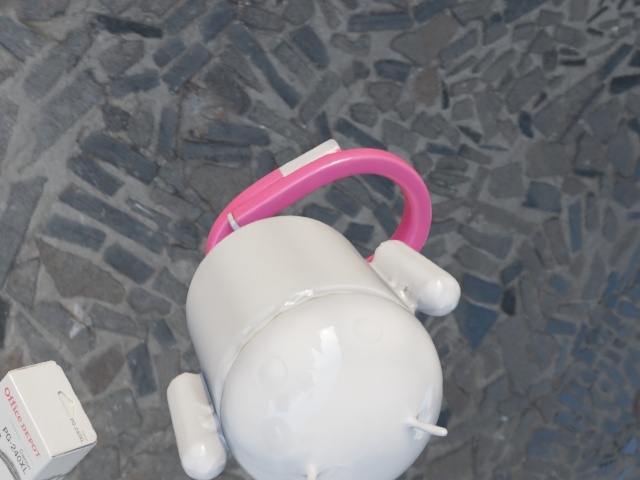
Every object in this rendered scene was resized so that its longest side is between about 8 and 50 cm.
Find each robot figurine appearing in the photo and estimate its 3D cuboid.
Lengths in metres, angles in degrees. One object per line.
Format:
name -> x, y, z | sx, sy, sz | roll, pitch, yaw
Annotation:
robot figurine -> -0.013, 0.104, 0.726 | 0.300, 0.353, 0.199 | -37, 120, 0

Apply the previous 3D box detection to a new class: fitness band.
fitness band -> 0.000, 0.000, 0.941 | 0.291, 0.054, 0.209 | -31, 123, 2

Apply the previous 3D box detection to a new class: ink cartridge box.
ink cartridge box -> -0.325, 0.220, 0.826 | 0.150, 0.109, 0.063 | -46, 159, 26
